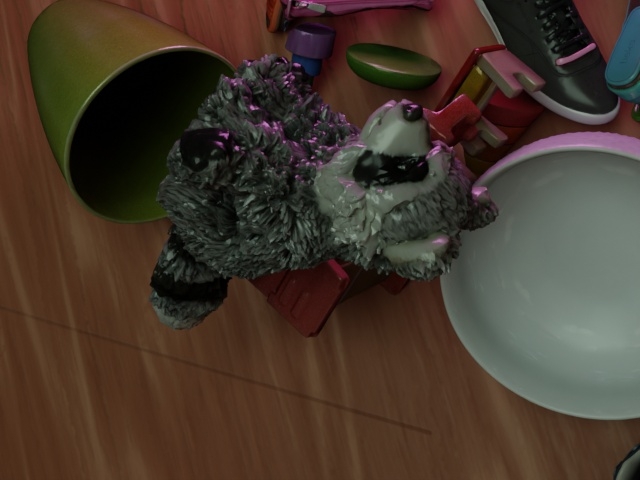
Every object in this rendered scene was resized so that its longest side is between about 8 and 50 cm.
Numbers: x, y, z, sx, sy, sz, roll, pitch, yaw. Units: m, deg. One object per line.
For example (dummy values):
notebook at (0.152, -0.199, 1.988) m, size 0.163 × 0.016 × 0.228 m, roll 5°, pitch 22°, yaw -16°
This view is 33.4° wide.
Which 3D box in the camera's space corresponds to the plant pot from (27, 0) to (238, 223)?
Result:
plant pot at (-0.292, -0.218, 1.500) m, size 0.275 × 0.274 × 0.293 m, roll -52°, pitch 53°, yaw 10°

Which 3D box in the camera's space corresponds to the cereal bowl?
cereal bowl at (0.316, 0.029, 1.224) m, size 0.338 × 0.141 × 0.339 m, roll 9°, pitch 116°, yaw 19°

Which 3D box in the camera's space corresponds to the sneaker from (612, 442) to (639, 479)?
sneaker at (0.371, 0.328, 1.187) m, size 0.086 × 0.163 × 0.226 m, roll -1°, pitch 85°, yaw 22°

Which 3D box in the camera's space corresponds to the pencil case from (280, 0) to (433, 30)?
pencil case at (0.049, -0.332, 1.393) m, size 0.209 × 0.098 × 0.095 m, roll -7°, pitch 121°, yaw -5°

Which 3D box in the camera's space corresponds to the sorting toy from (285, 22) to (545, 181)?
sorting toy at (0.107, -0.177, 1.403) m, size 0.365 × 0.127 × 0.126 m, roll 22°, pitch 117°, yaw 22°

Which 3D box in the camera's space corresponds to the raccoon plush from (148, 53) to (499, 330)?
raccoon plush at (0.000, 0.000, 1.164) m, size 0.299 × 0.446 × 0.216 m, roll 33°, pitch 58°, yaw 9°

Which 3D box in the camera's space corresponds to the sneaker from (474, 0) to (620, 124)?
sneaker at (0.275, -0.281, 1.291) m, size 0.104 × 0.147 × 0.296 m, roll -25°, pitch 71°, yaw -14°

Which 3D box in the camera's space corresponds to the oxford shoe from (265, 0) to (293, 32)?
oxford shoe at (0.004, -0.399, 1.464) m, size 0.271 × 0.098 × 0.097 m, roll -62°, pitch 22°, yaw 25°

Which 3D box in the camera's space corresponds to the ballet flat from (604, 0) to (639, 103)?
ballet flat at (0.411, -0.275, 1.275) m, size 0.083 × 0.087 × 0.247 m, roll 16°, pitch 83°, yaw 50°

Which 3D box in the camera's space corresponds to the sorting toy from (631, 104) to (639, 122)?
sorting toy at (0.426, -0.171, 1.283) m, size 0.042 × 0.061 × 0.102 m, roll 35°, pitch 111°, yaw -20°

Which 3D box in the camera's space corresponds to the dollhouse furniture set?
dollhouse furniture set at (0.071, -0.078, 1.272) m, size 0.152 × 0.201 × 0.374 m, roll 45°, pitch 127°, yaw 19°
